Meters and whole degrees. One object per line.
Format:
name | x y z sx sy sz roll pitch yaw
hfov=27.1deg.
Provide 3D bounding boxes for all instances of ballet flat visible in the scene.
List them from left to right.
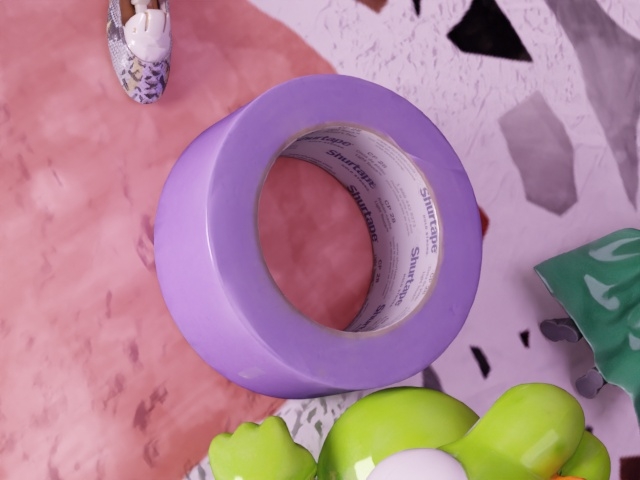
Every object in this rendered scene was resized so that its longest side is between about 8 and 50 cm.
ballet flat | -0.107 -0.141 0.799 0.041 0.041 0.114 -1 80 -30

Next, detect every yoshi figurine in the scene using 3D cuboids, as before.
yoshi figurine | -0.004 0.205 0.739 0.362 0.203 0.203 -37 58 -17

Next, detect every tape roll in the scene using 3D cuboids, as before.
tape roll | 0.000 0.000 0.807 0.189 0.080 0.189 6 77 -28

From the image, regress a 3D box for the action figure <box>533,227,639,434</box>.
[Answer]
action figure | 0.262 0.026 0.960 0.232 0.063 0.137 -31 94 -27
